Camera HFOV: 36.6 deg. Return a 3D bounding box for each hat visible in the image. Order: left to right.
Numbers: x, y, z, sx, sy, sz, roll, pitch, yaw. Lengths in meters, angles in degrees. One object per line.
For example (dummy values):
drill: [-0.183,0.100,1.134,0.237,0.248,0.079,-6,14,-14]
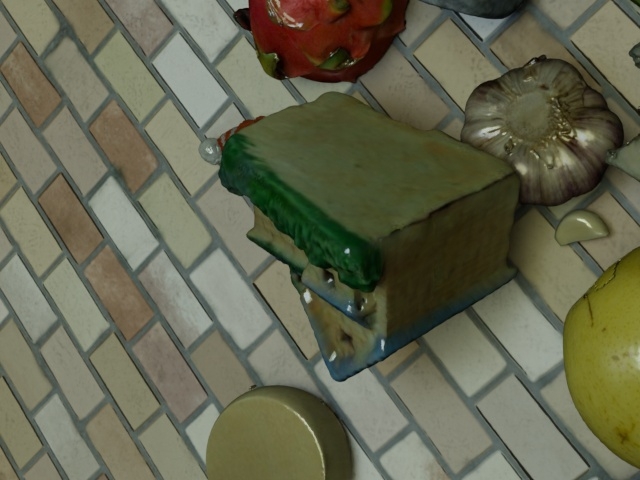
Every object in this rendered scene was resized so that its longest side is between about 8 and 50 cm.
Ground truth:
hat: [-0.155,-0.172,1.785,0.162,0.094,0.112,-3,76,46]

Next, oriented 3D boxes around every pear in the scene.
pear: [0.497,0.152,1.275,0.348,0.348,0.348,-1,87,28]

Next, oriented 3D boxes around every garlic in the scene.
garlic: [0.338,-0.154,1.476,0.245,0.160,0.244,-10,63,20]
garlic: [0.401,-0.021,1.497,0.083,0.041,0.053,-20,92,34]

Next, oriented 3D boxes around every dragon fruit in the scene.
dragon fruit: [-0.016,-0.419,1.631,0.306,0.226,0.305,0,91,27]

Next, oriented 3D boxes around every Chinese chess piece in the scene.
Chinese chess piece: [-0.074,0.388,1.698,0.273,0.102,0.273,0,89,29]

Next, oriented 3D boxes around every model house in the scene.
model house: [0.053,0.009,1.486,0.382,0.335,0.342,36,140,37]

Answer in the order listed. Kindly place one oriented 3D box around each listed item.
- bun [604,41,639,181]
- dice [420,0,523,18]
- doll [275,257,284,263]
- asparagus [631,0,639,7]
bun: [0.553,-0.169,1.330,0.282,0.205,0.281,-6,80,35]
dice: [0.226,-0.454,1.505,0.181,0.183,0.182,31,116,40]
doll: [0.000,0.000,1.704,0.190,0.050,0.115,15,86,21]
asparagus: [0.462,-0.410,1.460,0.343,0.082,0.085,49,145,22]
